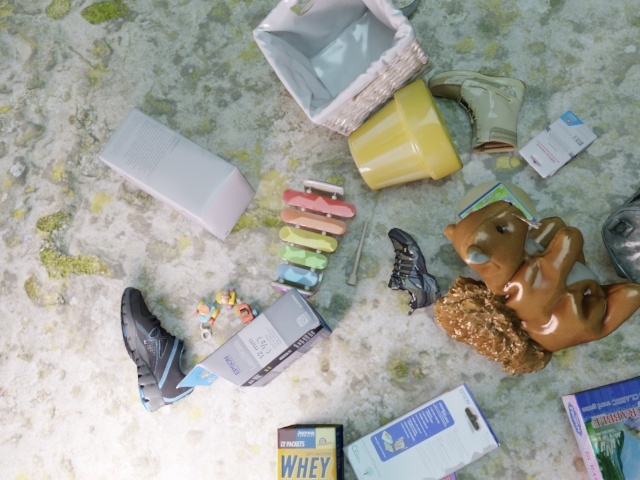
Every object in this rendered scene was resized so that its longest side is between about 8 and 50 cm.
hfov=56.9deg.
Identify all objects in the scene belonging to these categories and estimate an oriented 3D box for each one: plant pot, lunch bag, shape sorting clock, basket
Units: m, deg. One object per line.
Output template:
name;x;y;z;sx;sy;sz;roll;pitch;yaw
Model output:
plant pot;0.212;-0.254;1.541;0.239;0.254;0.254;-25;73;18
lunch bag;0.804;-0.009;1.357;0.305;0.213;0.256;-25;68;-43
shape sorting clock;0.460;-0.057;1.548;0.206;0.040;0.206;-2;78;11
basket;0.071;-0.494;1.536;0.328;0.266;0.331;-39;70;19

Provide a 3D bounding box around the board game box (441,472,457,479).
board game box;0.237;0.653;1.399;0.208;0.056;0.347;-12;74;0

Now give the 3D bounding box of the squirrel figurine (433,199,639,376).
squirrel figurine;0.430;0.107;1.355;0.370;0.281;0.397;30;111;-18

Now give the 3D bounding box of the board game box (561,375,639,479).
board game box;0.753;0.470;1.332;0.318;0.066;0.318;-13;74;-8

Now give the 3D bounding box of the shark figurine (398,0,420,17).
shark figurine;0.199;-0.667;1.703;0.278;0.116;0.166;-19;76;5

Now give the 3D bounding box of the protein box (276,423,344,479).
protein box;-0.018;0.537;1.382;0.135;0.200;0.201;-3;75;7

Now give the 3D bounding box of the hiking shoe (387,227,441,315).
hiking shoe;0.217;0.076;1.525;0.114;0.086;0.227;-27;75;-3

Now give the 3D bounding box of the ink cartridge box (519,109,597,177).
ink cartridge box;0.619;-0.244;1.563;0.180;0.060;0.104;-38;75;-3

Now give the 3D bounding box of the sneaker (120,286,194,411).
sneaker;-0.440;0.276;1.568;0.139;0.125;0.341;-14;69;-25

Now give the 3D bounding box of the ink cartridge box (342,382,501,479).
ink cartridge box;0.234;0.483;1.388;0.332;0.065;0.165;-28;74;1

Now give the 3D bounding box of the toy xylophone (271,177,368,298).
toy xylophone;0.000;0.000;1.576;0.236;0.081;0.323;7;77;9

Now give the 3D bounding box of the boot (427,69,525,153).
boot;0.412;-0.345;1.603;0.261;0.095;0.204;9;79;6

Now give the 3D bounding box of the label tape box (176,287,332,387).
label tape box;-0.148;0.280;1.438;0.347;0.249;0.115;-40;74;-3

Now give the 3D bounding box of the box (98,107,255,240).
box;-0.380;-0.176;1.603;0.345;0.215;0.168;31;82;13

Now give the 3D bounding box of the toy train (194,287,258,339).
toy train;-0.259;0.194;1.581;0.166;0.046;0.125;-23;74;1
